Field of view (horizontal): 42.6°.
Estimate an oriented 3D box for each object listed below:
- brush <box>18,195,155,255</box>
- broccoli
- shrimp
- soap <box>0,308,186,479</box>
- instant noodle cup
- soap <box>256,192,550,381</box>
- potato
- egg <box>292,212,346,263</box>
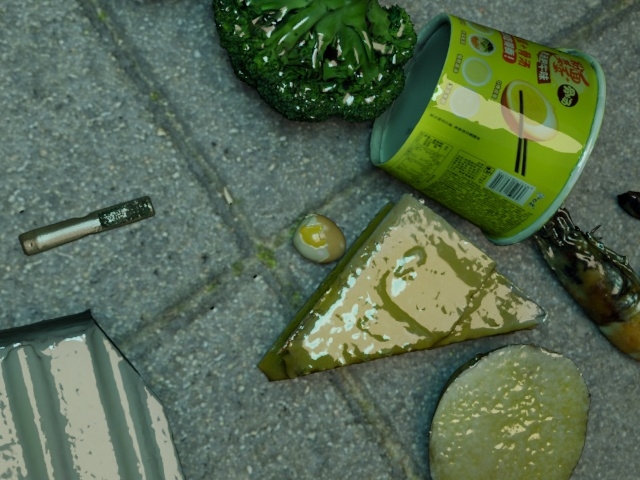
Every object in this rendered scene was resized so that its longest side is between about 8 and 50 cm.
[{"bbox_3d":[-0.330,-0.022,1.165,0.191,0.027,0.034,-18,92,-13],"label":"brush"},{"bbox_3d":[0.001,-0.313,1.130,0.298,0.297,0.297,12,51,-15],"label":"broccoli"},{"bbox_3d":[0.509,0.021,1.361,0.445,0.085,0.272,39,75,-14],"label":"shrimp"},{"bbox_3d":[-0.348,0.321,1.063,0.351,0.213,0.434,-16,94,-12],"label":"soap"},{"bbox_3d":[0.221,-0.173,1.169,0.222,0.311,0.311,22,84,-15],"label":"instant noodle cup"},{"bbox_3d":[0.126,0.152,1.213,0.304,0.169,0.338,39,81,-1],"label":"soap"},{"bbox_3d":[0.277,0.287,1.280,0.239,0.116,0.298,14,97,-8],"label":"potato"},{"bbox_3d":[0.000,0.000,1.229,0.083,0.071,0.071,34,81,-13],"label":"egg"}]
